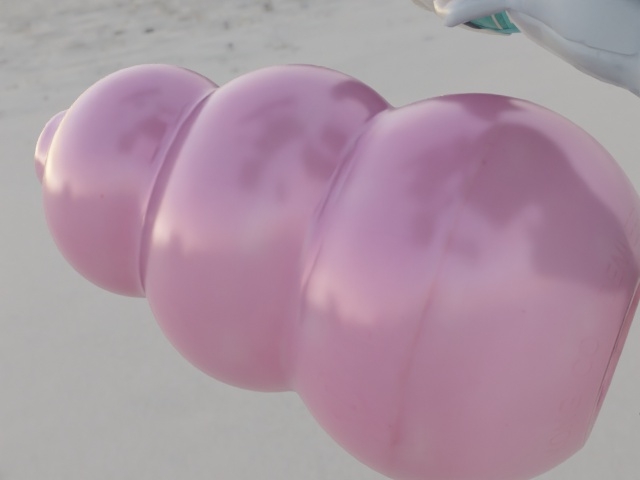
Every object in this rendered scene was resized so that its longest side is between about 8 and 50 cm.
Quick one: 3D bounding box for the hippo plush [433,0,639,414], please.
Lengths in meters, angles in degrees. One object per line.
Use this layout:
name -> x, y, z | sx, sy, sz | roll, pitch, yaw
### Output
hippo plush -> 0.203, -0.110, 0.624 | 0.234, 0.236, 0.294 | -35, -13, -21

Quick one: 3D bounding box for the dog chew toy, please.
dog chew toy -> 0.000, 0.000, 0.740 | 0.331, 0.207, 0.206 | 19, 20, 16

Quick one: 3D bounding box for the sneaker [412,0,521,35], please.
sneaker -> 0.138, -0.259, 0.869 | 0.110, 0.275, 0.107 | 20, 32, 14
